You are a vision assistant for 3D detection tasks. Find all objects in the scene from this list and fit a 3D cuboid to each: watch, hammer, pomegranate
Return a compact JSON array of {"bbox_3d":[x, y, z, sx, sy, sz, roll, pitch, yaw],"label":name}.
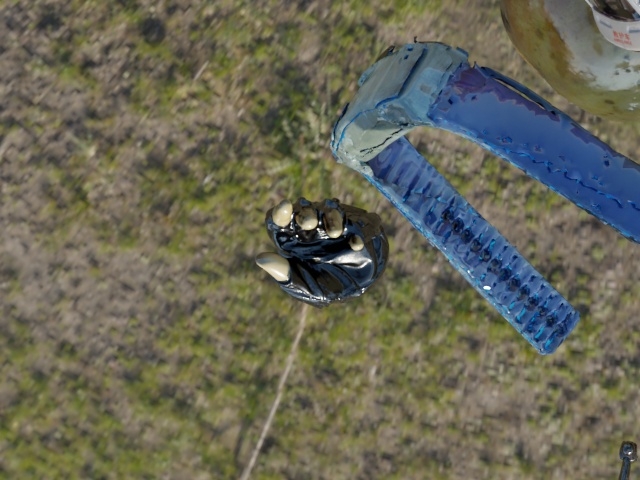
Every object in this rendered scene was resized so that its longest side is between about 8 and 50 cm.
[{"bbox_3d":[0.132,-0.027,0.954,0.275,0.068,0.276,30,158,-4],"label":"watch"},{"bbox_3d":[0.361,0.332,1.523,0.021,0.178,0.065,9,167,20],"label":"hammer"},{"bbox_3d":[0.332,-0.268,1.365,0.281,0.281,0.281,8,125,12],"label":"pomegranate"}]

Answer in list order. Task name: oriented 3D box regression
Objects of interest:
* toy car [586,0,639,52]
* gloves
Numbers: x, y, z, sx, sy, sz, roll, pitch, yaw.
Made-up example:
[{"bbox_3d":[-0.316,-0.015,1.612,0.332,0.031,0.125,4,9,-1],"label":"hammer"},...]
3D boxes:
[{"bbox_3d":[0.256,-0.257,1.057,0.089,0.108,0.209,30,128,53],"label":"toy car"},{"bbox_3d":[0.000,0.000,1.564,0.164,0.124,0.203,-41,134,-8],"label":"gloves"}]
